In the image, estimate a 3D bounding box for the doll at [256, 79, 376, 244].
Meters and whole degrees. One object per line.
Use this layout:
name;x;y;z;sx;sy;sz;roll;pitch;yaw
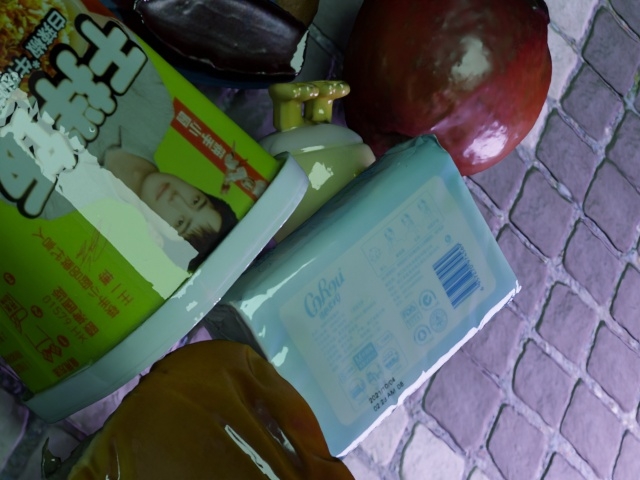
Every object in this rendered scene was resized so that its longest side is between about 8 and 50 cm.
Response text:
doll;0.011;-0.002;1.661;0.141;0.117;0.296;-15;87;-59

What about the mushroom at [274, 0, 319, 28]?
mushroom;-0.053;-0.253;1.716;0.088;0.073;0.129;-25;87;0

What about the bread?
bread;-0.098;0.239;1.430;0.250;0.225;0.279;-39;98;-43

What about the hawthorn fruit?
hawthorn fruit;0.118;-0.153;1.741;0.215;0.215;0.250;39;54;-24

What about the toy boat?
toy boat;-0.113;-0.192;1.632;0.223;0.097;0.100;11;85;-38

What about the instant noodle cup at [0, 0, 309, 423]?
instant noodle cup;-0.216;-0.059;1.412;0.308;0.294;0.294;47;53;-11

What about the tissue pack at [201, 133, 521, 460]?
tissue pack;0.037;0.051;1.565;0.263;0.089;0.177;-40;110;-29
